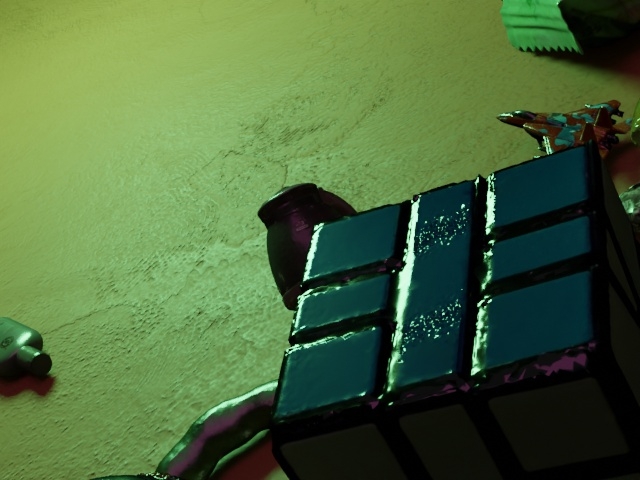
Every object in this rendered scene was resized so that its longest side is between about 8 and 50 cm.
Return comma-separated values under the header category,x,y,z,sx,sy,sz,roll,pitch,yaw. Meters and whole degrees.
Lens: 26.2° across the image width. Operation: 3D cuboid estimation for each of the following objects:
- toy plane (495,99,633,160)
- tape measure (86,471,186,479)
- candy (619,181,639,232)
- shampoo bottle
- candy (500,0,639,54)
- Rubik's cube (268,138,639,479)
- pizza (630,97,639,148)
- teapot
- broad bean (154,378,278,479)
category,x,y,z,sx,sy,sz,roll,pitch,yaw
toy plane,0.285,-0.130,1.651,0.130,0.061,0.189,-46,30,-23
tape measure,-0.174,0.319,1.269,0.223,0.135,0.202,17,91,35
candy,0.347,-0.027,1.465,0.226,0.051,0.094,0,52,43
shampoo bottle,-0.414,0.148,1.854,0.080,0.040,0.165,-43,32,-24
candy,0.436,-0.380,1.791,0.398,0.172,0.263,-25,18,-1
Rubik's cube,0.152,0.134,1.166,0.283,0.293,0.288,-19,34,22
pizza,0.453,-0.153,1.539,0.194,0.069,0.154,6,46,36
teapot,0.000,-0.002,1.612,0.148,0.146,0.116,-24,-12,-18
broad bean,-0.065,0.208,1.466,0.292,0.049,0.144,-21,34,15
